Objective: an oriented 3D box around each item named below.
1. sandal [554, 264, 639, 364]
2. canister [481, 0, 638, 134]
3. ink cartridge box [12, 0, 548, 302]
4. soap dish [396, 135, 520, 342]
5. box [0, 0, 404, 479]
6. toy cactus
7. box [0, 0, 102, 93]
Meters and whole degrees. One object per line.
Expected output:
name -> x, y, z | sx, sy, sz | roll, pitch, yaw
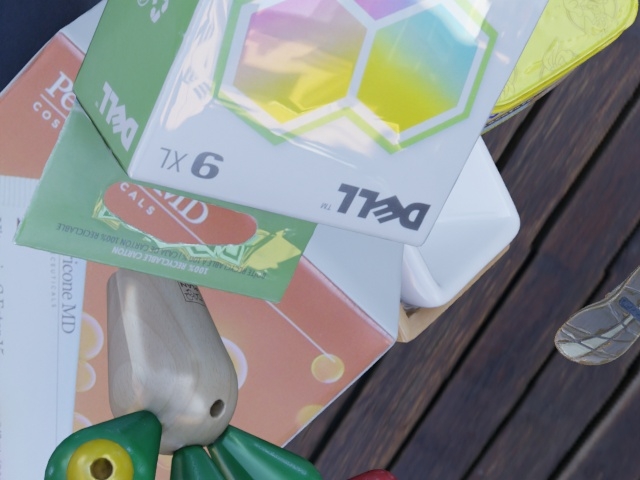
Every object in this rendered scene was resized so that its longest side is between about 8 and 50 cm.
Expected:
sandal -> 0.355, 0.081, 1.573 | 0.072, 0.049, 0.180 | 45, 113, 2
canister -> 0.121, -0.122, 0.855 | 0.126, 0.170, 0.073 | -33, 87, -3
ink cartridge box -> -0.003, -0.062, 0.407 | 0.109, 0.062, 0.209 | 13, 113, -34
soap dish -> 0.037, -0.075, 1.151 | 0.118, 0.229, 0.291 | -24, 97, 34
box -> -0.149, 0.064, 0.727 | 0.215, 0.168, 0.345 | 42, 107, -10
toy cactus -> -0.042, 0.088, 0.492 | 0.112, 0.219, 0.180 | -36, 59, 37
box -> -0.324, -0.290, 0.830 | 0.472, 0.480, 0.297 | 27, 83, 15
